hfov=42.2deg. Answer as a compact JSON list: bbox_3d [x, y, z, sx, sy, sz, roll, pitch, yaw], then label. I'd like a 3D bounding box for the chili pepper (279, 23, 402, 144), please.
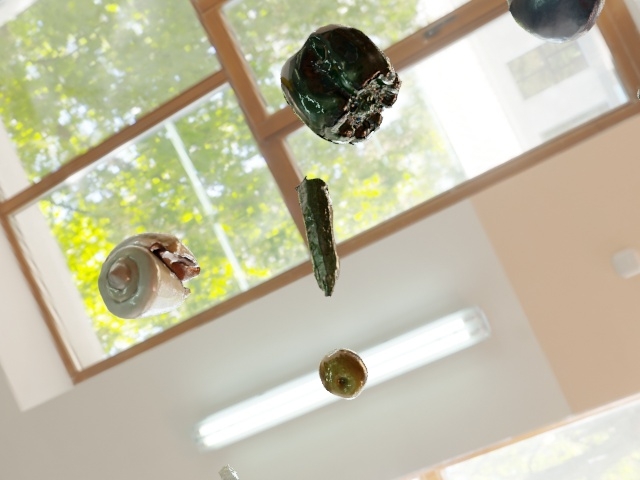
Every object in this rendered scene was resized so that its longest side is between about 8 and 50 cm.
[{"bbox_3d":[0.044,-0.375,1.992,0.257,0.248,0.233,48,-172,20],"label":"chili pepper"}]

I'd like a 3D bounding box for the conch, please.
[{"bbox_3d":[-0.299,0.060,1.418,0.255,0.127,0.158,52,-122,-78],"label":"conch"}]

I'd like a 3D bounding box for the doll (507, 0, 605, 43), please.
[{"bbox_3d":[0.380,-0.415,1.223,0.258,0.153,0.228,108,152,-48],"label":"doll"}]

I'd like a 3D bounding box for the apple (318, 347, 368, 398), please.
[{"bbox_3d":[0.038,0.221,1.373,0.084,0.084,0.071,59,-178,-12],"label":"apple"}]

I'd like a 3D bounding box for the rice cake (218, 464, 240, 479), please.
[{"bbox_3d":[-0.176,0.494,1.682,0.043,0.034,0.211,57,167,-5],"label":"rice cake"}]

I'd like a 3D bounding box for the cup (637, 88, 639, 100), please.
[{"bbox_3d":[0.614,-0.184,1.110,0.255,0.256,0.178,57,-148,11],"label":"cup"}]

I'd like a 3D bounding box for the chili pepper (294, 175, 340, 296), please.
[{"bbox_3d":[0.000,0.000,1.366,0.088,0.059,0.227,76,-176,-50],"label":"chili pepper"}]
